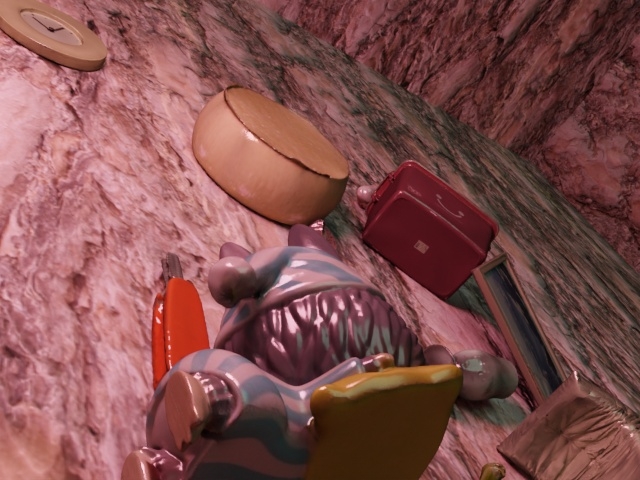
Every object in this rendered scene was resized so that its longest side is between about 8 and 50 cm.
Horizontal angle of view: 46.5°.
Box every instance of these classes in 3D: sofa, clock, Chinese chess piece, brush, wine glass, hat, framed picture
[{"bbox_3d":[0.422,0.361,1.153,0.176,0.210,0.225,32,23,-15],"label":"sofa"},{"bbox_3d":[-0.546,-0.420,1.505,0.234,0.029,0.235,29,23,-14],"label":"clock"},{"bbox_3d":[-0.099,-0.176,1.536,0.338,0.141,0.338,32,22,-15],"label":"Chinese chess piece"},{"bbox_3d":[-0.180,0.114,0.953,0.070,0.051,0.323,23,26,-30],"label":"brush"},{"bbox_3d":[0.263,0.237,1.316,0.202,0.093,0.093,16,30,-41],"label":"wine glass"},{"bbox_3d":[0.000,0.003,1.468,0.058,0.042,0.087,-58,129,-65],"label":"hat"},{"bbox_3d":[0.430,0.193,1.574,0.247,0.022,0.335,-15,79,-63],"label":"framed picture"}]

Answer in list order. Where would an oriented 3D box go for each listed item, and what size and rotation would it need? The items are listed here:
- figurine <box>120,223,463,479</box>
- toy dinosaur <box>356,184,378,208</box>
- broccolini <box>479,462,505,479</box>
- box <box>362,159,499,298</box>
[{"bbox_3d":[-0.075,0.132,0.850,0.361,0.266,0.378,15,23,-39],"label":"figurine"},{"bbox_3d":[0.191,-0.075,1.827,0.176,0.152,0.194,-1,-9,28],"label":"toy dinosaur"},{"bbox_3d":[0.191,0.370,0.962,0.079,0.074,0.392,47,25,6],"label":"broccolini"},{"bbox_3d":[0.239,-0.018,1.671,0.294,0.193,0.167,36,30,-3],"label":"box"}]
